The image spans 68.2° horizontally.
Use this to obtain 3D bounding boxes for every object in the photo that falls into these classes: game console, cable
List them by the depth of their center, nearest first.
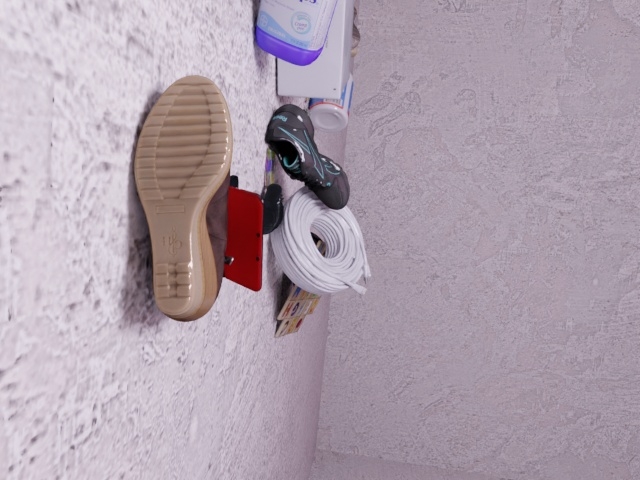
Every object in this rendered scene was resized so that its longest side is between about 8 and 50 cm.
[{"bbox_3d":[-0.111,-0.015,0.704,0.124,0.085,0.144,-66,161,-70],"label":"game console"},{"bbox_3d":[0.000,0.000,1.117,0.257,0.089,0.257,18,59,-39],"label":"cable"}]

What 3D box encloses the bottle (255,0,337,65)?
[{"bbox_3d":[-0.019,-0.421,0.724,0.092,0.118,0.283,-58,174,-49],"label":"bottle"}]

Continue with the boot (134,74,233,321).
[{"bbox_3d":[-0.143,-0.037,0.540,0.207,0.090,0.248,161,-66,-84],"label":"boot"}]

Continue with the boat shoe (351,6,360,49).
[{"bbox_3d":[0.035,-0.642,1.408,0.116,0.123,0.324,-45,-148,39],"label":"boat shoe"}]

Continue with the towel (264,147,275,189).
[{"bbox_3d":[-0.104,-0.148,0.985,0.060,0.009,0.083,-38,134,-80],"label":"towel"}]

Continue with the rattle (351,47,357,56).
[{"bbox_3d":[0.044,-0.667,1.584,0.143,0.130,0.199,107,-34,-64],"label":"rattle"}]

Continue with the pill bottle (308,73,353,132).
[{"bbox_3d":[0.037,-0.454,1.450,0.124,0.124,0.221,83,15,-64],"label":"pill bottle"}]

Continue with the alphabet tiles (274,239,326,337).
[{"bbox_3d":[-0.015,0.114,1.327,0.342,0.011,0.285,-62,164,2],"label":"alphabet tiles"}]

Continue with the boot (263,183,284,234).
[{"bbox_3d":[-0.102,-0.048,0.969,0.099,0.045,0.121,99,3,-65],"label":"boot"}]

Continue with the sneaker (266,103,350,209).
[{"bbox_3d":[-0.031,-0.155,1.015,0.267,0.101,0.106,53,44,-29],"label":"sneaker"}]

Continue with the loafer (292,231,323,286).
[{"bbox_3d":[-0.043,0.070,1.346,0.302,0.109,0.095,89,13,-65],"label":"loafer"}]

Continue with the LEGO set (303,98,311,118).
[{"bbox_3d":[-0.034,-0.369,1.341,0.054,0.023,0.083,-58,154,-76],"label":"LEGO set"}]

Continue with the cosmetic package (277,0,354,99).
[{"bbox_3d":[-0.006,-0.442,1.010,0.224,0.138,0.224,-71,165,-59],"label":"cosmetic package"}]
